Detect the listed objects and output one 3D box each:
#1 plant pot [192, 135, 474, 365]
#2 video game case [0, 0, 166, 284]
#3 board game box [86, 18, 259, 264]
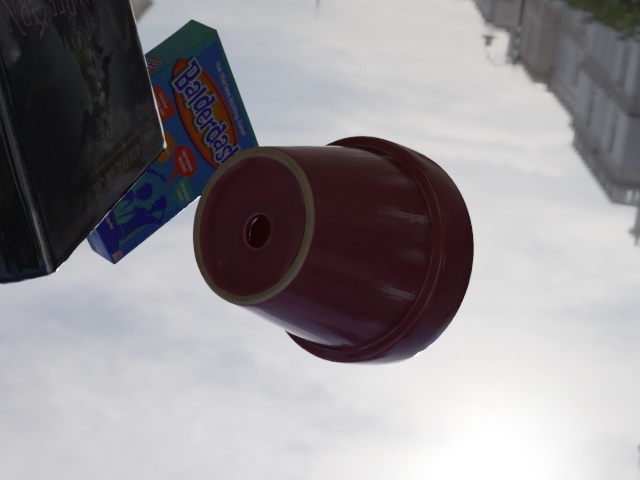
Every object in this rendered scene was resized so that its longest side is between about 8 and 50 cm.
[{"bbox_3d":[0.000,0.000,1.020,0.201,0.201,0.180,23,-175,39],"label":"plant pot"},{"bbox_3d":[-0.115,-0.143,0.434,0.026,0.274,0.196,-12,-165,7],"label":"video game case"},{"bbox_3d":[-0.170,-0.100,1.233,0.210,0.160,0.047,-42,-134,-23],"label":"board game box"}]
